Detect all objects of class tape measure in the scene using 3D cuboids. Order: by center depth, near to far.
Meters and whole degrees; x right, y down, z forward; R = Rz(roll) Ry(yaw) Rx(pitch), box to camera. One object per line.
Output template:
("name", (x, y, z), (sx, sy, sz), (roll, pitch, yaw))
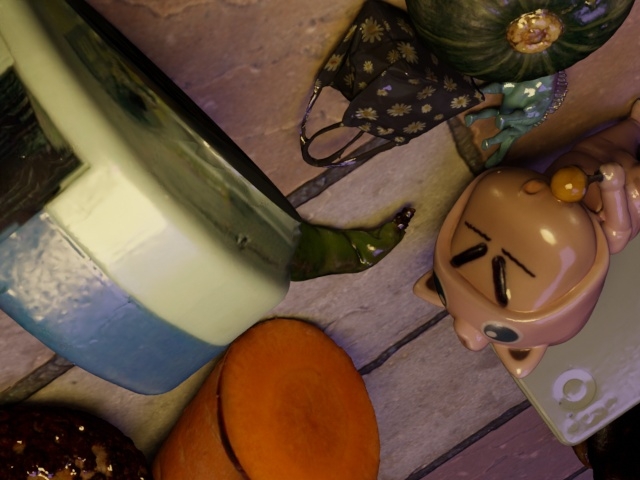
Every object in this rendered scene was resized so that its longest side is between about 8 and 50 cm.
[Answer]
("tape measure", (-0.136, -0.042, 0.778), (0.138, 0.262, 0.259), (-46, 148, 5))

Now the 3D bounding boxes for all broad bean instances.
("broad bean", (0.000, 0.006, 1.135), (0.195, 0.046, 0.061), (-10, 130, -38))

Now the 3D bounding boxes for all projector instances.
("projector", (0.288, 0.051, 1.309), (0.257, 0.099, 0.192), (-36, 104, 5))

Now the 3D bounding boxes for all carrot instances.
("carrot", (-0.074, 0.260, 1.264), (0.193, 0.214, 0.331), (2, 138, -42))

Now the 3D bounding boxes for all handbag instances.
("handbag", (0.041, -0.100, 1.006), (0.139, 0.072, 0.115), (-45, 149, 25))

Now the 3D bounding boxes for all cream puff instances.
("cream puff", (-0.253, 0.254, 1.142), (0.239, 0.165, 0.239), (-21, 148, -14))

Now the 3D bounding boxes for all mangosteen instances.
("mangosteen", (0.433, 0.269, 1.723), (0.228, 0.228, 0.265), (-6, 180, -35))

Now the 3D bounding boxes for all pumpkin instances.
("pumpkin", (0.140, -0.184, 0.926), (0.167, 0.125, 0.167), (-2, 132, -3))

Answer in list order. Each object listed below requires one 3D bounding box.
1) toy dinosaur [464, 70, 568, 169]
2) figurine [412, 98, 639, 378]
("toy dinosaur", (0.169, -0.117, 1.118), (0.080, 0.045, 0.197), (-21, 155, -29))
("figurine", (0.210, -0.028, 1.163), (0.287, 0.176, 0.186), (-39, 143, -3))
